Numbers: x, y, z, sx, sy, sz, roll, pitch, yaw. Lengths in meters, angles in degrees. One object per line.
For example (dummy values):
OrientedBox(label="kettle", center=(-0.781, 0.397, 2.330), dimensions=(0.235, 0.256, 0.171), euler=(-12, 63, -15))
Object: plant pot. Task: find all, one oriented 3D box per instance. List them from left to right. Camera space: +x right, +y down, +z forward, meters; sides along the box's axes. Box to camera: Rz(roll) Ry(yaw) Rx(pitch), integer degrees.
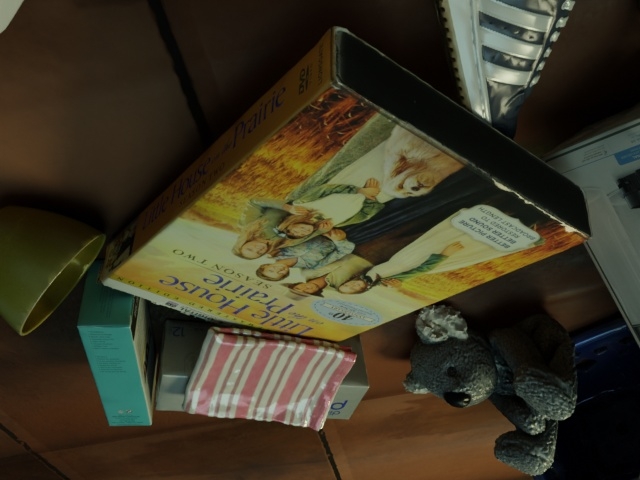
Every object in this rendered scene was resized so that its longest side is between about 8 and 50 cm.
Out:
OrientedBox(label="plant pot", center=(-0.309, 0.018, 0.671), dimensions=(0.095, 0.134, 0.134), euler=(37, 127, -6))
OrientedBox(label="plant pot", center=(0.452, 0.287, 0.988), dimensions=(0.236, 0.236, 0.212), euler=(-30, 141, 24))

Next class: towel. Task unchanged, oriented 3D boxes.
OrientedBox(label="towel", center=(-0.067, 0.181, 0.814), dimensions=(0.197, 0.029, 0.144), euler=(11, 121, -18))

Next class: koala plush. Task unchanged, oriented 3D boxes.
OrientedBox(label="koala plush", center=(0.230, 0.184, 0.906), dimensions=(0.221, 0.203, 0.196), euler=(10, 131, 13))

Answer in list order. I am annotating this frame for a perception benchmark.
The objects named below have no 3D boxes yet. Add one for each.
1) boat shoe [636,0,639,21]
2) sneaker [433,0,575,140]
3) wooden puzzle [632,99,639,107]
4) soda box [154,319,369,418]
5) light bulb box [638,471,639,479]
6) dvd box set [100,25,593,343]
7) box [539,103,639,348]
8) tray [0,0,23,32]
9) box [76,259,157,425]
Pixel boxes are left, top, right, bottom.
OrientedBox(label="boat shoe", center=(0.357, -0.181, 0.407), dimensions=(0.123, 0.342, 0.123), euler=(-46, 123, -7))
OrientedBox(label="sneaker", center=(0.174, -0.187, 0.513), dimensions=(0.153, 0.099, 0.282), euler=(-15, 135, 11))
OrientedBox(label="wooden puzzle", center=(0.433, -0.097, 0.573), dimensions=(0.044, 0.238, 0.221), euler=(-29, 163, -50))
OrientedBox(label="soda box", center=(-0.083, 0.185, 0.898), dimensions=(0.286, 0.091, 0.098), euler=(8, 135, -16))
OrientedBox(label="light bulb box", center=(0.606, 0.161, 0.728), dimensions=(0.358, 0.361, 0.225), euler=(11, 178, -19))
OrientedBox(label="dvd box set", center=(0.000, 0.000, 0.649), dimensions=(0.308, 0.062, 0.420), euler=(25, 144, -31))
OrientedBox(label="box", center=(0.355, 0.008, 0.594), dimensions=(0.087, 0.290, 0.169), euler=(-32, -175, -29))
OrientedBox(label="tray", center=(-0.126, -0.196, 0.216), dimensions=(0.145, 0.030, 0.270), euler=(29, 128, -35))
OrientedBox(label="box", center=(-0.254, 0.140, 0.818), dimensions=(0.060, 0.100, 0.244), euler=(0, 138, -7))
